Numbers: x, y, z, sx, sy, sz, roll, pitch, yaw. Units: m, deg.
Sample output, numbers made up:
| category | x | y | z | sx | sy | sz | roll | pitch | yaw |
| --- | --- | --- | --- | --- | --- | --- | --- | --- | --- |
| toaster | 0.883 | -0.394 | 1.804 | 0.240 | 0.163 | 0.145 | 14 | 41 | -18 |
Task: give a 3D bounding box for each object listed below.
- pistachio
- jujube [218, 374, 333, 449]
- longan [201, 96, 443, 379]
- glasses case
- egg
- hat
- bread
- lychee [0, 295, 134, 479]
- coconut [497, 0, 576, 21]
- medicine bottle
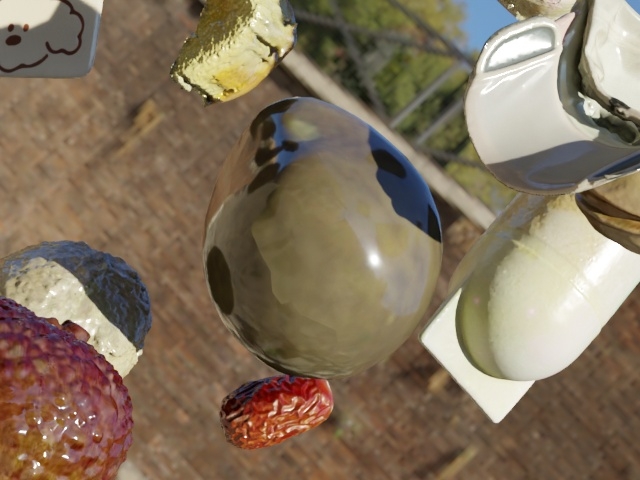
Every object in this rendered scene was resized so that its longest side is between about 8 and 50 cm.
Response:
| category | x | y | z | sx | sy | sz | roll | pitch | yaw |
| --- | --- | --- | --- | --- | --- | --- | --- | --- | --- |
| pistachio | 0.439 | -0.047 | 1.776 | 0.213 | 0.261 | 0.162 | 26 | -59 | 43 |
| jujube | -0.068 | 0.253 | 2.180 | 0.112 | 0.176 | 0.109 | -125 | -161 | -57 |
| longan | 0.000 | 0.000 | 2.007 | 0.404 | 0.336 | 0.404 | -11 | 90 | -89 |
| glasses case | -0.416 | -0.262 | 1.635 | 0.076 | 0.337 | 0.144 | 36 | -58 | 49 |
| egg | -0.389 | 0.126 | 2.127 | 0.279 | 0.279 | 0.310 | 45 | 28 | 11 |
| hat | 0.255 | -0.104 | 1.296 | 0.219 | 0.226 | 0.164 | 54 | 0 | 29 |
| bread | -0.103 | -0.315 | 2.112 | 0.133 | 0.251 | 0.174 | 16 | -9 | 28 |
| lychee | -0.313 | 0.177 | 1.391 | 0.260 | 0.260 | 0.260 | 46 | -9 | 10 |
| coconut | 0.349 | -0.448 | 2.251 | 0.227 | 0.230 | 0.227 | 161 | -90 | -88 |
| medicine bottle | 0.337 | 0.067 | 2.218 | 0.236 | 0.406 | 0.235 | 40 | -11 | 10 |
